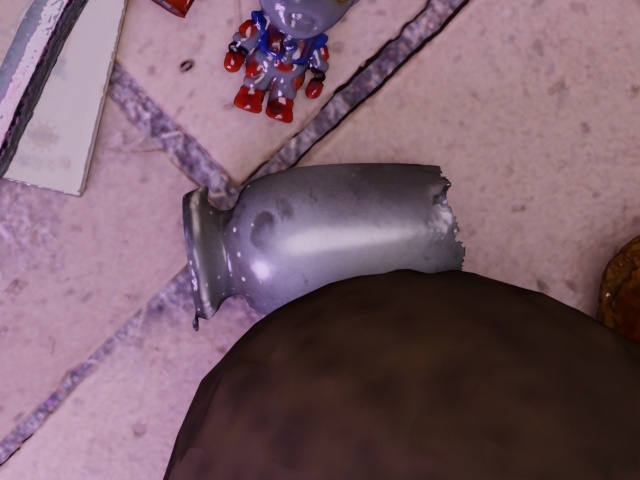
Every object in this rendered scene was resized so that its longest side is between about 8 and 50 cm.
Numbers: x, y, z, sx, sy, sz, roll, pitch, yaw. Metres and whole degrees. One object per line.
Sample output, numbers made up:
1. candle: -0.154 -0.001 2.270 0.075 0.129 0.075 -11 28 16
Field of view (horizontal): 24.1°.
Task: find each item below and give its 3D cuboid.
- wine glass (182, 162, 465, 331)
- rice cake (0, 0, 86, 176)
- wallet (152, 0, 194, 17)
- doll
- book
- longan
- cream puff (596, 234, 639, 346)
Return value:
1. wine glass: 0.000 0.000 1.105 0.204 0.111 0.111 -8 93 0
2. rice cake: -0.226 -0.104 1.105 0.033 0.033 0.207 26 90 3
3. wallet: -0.107 -0.285 1.101 0.142 0.045 0.204 33 84 -21
4. doll: -0.014 -0.185 1.121 0.104 0.062 0.195 19 98 -4
5. book: -0.246 -0.198 1.125 0.208 0.020 0.295 13 92 -6
6. longan: 0.080 0.208 0.986 0.391 0.391 0.391 0 93 -4
7. cream puff: 0.322 0.053 1.122 0.169 0.183 0.183 -27 95 -28
